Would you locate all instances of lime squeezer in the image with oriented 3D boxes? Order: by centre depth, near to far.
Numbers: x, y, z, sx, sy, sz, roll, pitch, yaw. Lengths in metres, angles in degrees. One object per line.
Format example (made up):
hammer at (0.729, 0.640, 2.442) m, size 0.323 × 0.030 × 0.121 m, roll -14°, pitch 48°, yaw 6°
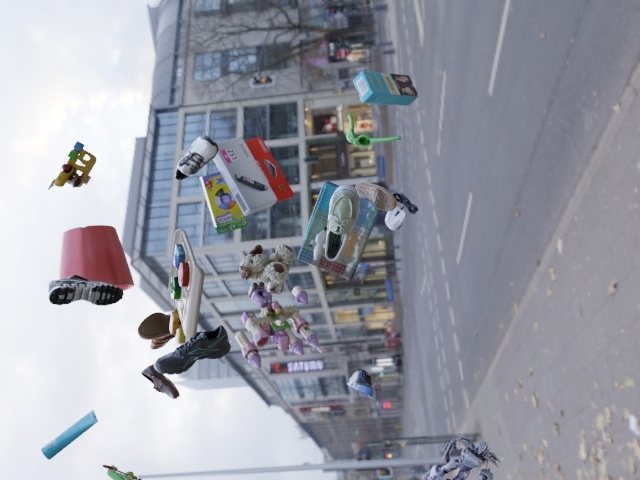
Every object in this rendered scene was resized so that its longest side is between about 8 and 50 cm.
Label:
lime squeezer at (0.169, -0.397, 2.204) m, size 0.310 × 0.110 × 0.058 m, roll 36°, pitch 148°, yaw 46°

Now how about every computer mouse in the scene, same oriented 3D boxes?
computer mouse at (0.270, -0.088, 2.052) m, size 0.106 × 0.042 × 0.193 m, roll 45°, pitch 149°, yaw 15°

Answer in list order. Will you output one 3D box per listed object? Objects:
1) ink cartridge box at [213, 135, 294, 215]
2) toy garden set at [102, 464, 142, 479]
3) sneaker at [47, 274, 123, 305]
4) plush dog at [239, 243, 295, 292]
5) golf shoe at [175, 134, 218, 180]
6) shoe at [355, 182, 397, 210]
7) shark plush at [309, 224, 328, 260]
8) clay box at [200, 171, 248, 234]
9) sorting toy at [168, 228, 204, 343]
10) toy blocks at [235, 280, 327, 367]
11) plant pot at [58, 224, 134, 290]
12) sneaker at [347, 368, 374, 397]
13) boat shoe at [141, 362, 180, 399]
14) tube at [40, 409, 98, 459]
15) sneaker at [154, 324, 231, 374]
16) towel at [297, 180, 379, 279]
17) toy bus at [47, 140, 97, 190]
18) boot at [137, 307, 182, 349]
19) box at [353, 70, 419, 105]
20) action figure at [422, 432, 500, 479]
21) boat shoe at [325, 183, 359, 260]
ink cartridge box at (-0.235, -0.249, 2.106) m, size 0.275 × 0.239 × 0.060 m, roll 60°, pitch 144°, yaw 6°
toy garden set at (-0.668, 0.855, 2.035) m, size 0.049 × 0.204 × 0.244 m, roll -58°, pitch -38°, yaw -20°
sneaker at (-0.732, 0.149, 1.808) m, size 0.106 × 0.234 × 0.078 m, roll 37°, pitch 113°, yaw 42°
plush dog at (-0.264, 0.131, 2.718) m, size 0.262 × 0.226 × 0.210 m, roll -67°, pitch -5°, yaw -58°
golf shoe at (-0.370, -0.236, 1.727) m, size 0.198 × 0.077 × 0.093 m, roll -34°, pitch 25°, yaw 49°
shoe at (0.205, -0.161, 2.044) m, size 0.219 × 0.058 × 0.076 m, roll 35°, pitch 129°, yaw 51°
shark plush at (0.000, 0.000, 2.292) m, size 0.067 × 0.073 × 0.161 m, roll 83°, pitch -167°, yaw -50°
clay box at (-0.348, -0.142, 2.138) m, size 0.053 × 0.128 × 0.221 m, roll 2°, pitch 110°, yaw 70°
sorting toy at (-0.372, 0.152, 1.546) m, size 0.229 × 0.041 × 0.307 m, roll 48°, pitch 131°, yaw 52°
toy blocks at (-0.144, 0.356, 2.306) m, size 0.260 × 0.289 × 0.308 m, roll 48°, pitch 129°, yaw 41°
plant pot at (-0.872, 0.079, 2.234) m, size 0.275 × 0.275 × 0.243 m, roll 54°, pitch -155°, yaw -81°
sneaker at (0.176, 0.582, 2.403) m, size 0.090 × 0.081 × 0.232 m, roll -58°, pitch 11°, yaw -11°
boat shoe at (-0.677, 0.606, 2.460) m, size 0.073 × 0.207 × 0.073 m, roll -28°, pitch -41°, yaw -39°
tube at (-0.895, 0.694, 2.086) m, size 0.080 × 0.207 × 0.052 m, roll 36°, pitch 158°, yaw 46°
sneaker at (-0.435, 0.364, 1.970) m, size 0.101 × 0.268 × 0.106 m, roll 37°, pitch 135°, yaw 45°
towel at (0.079, -0.043, 2.526) m, size 0.040 × 0.272 × 0.370 m, roll -23°, pitch -47°, yaw -80°
toy bus at (-0.890, -0.246, 2.122) m, size 0.202 × 0.104 × 0.191 m, roll -63°, pitch 22°, yaw -7°
boot at (-0.649, 0.366, 2.335) m, size 0.109 × 0.220 × 0.283 m, roll 45°, pitch -146°, yaw 4°
box at (0.240, -0.549, 2.107) m, size 0.060 × 0.244 × 0.100 m, roll -39°, pitch 67°, yaw 47°
action figure at (0.456, 0.737, 1.885) m, size 0.285 × 0.185 × 0.099 m, roll -56°, pitch -10°, yaw 28°
boat shoe at (0.076, -0.056, 2.079) m, size 0.094 × 0.109 × 0.302 m, roll -75°, pitch -5°, yaw -53°
